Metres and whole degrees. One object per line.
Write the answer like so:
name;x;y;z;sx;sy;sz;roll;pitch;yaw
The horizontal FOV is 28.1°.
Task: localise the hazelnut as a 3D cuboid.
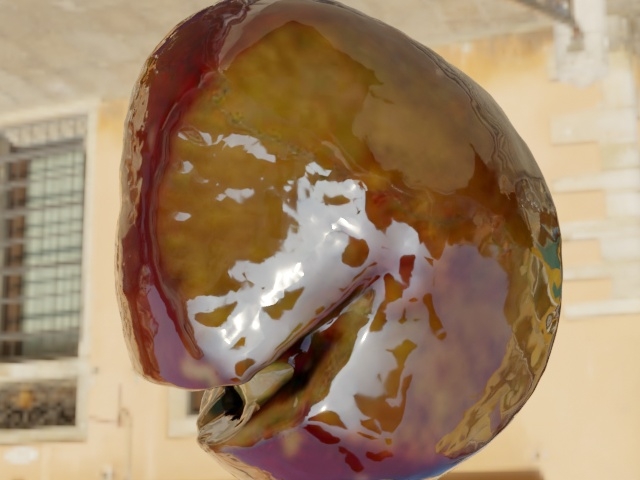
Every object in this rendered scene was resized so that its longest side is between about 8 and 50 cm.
hazelnut;0.000;0.000;0.630;0.217;0.252;0.217;-24;-169;5
